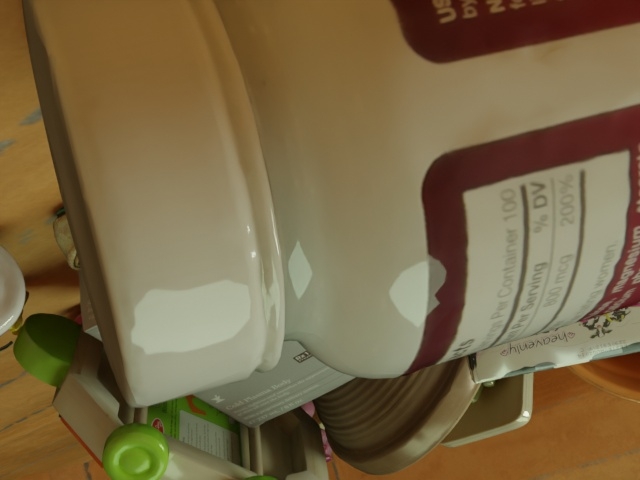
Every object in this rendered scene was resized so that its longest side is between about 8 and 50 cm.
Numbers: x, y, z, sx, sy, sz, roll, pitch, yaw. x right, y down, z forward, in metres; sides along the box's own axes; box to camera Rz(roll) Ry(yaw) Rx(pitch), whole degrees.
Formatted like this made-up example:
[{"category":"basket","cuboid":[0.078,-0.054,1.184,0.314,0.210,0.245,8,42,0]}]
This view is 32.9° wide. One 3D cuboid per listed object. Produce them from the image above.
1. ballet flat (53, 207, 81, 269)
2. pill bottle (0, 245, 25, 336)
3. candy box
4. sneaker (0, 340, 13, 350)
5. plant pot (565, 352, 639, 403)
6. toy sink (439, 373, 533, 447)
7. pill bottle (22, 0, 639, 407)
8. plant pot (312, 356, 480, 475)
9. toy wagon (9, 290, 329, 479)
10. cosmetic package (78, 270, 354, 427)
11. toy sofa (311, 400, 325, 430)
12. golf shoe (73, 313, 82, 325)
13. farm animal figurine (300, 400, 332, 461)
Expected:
[{"category":"ballet flat","cuboid":[-0.128,-0.023,0.809,0.168,0.052,0.057,-24,165,27]},{"category":"pill bottle","cuboid":[-0.299,0.060,0.857,0.087,0.087,0.160,-8,164,-36]},{"category":"candy box","cuboid":[0.187,0.029,0.900,0.159,0.071,0.233,-12,-165,5]},{"category":"sneaker","cuboid":[-0.396,0.116,1.069,0.089,0.051,0.170,-25,170,30]},{"category":"plant pot","cuboid":[0.337,0.005,1.109,0.291,0.291,0.203,-19,-176,7]},{"category":"toy sink","cuboid":[0.144,0.096,1.231,0.131,0.234,0.153,22,150,-25]},{"category":"pill bottle","cuboid":[0.077,-0.063,0.515,0.392,0.224,0.224,-14,167,-15]},{"category":"plant pot","cuboid":[0.057,0.104,1.085,0.110,0.237,0.237,33,143,-22]},{"category":"toy wagon","cuboid":[-0.152,0.148,1.029,0.068,0.344,0.267,-59,-164,17]},{"category":"cosmetic package","cuboid":[-0.082,0.058,0.914,0.127,0.107,0.238,-29,144,19]},{"category":"toy sofa","cuboid":[0.090,0.181,1.628,0.177,0.150,0.362,13,145,-40]},{"category":"golf shoe","cuboid":[-0.138,0.098,1.242,0.306,0.115,0.140,-6,174,-16]},{"category":"farm animal figurine","cuboid":[-0.091,0.185,1.484,0.327,0.172,0.330,23,130,-38]}]
